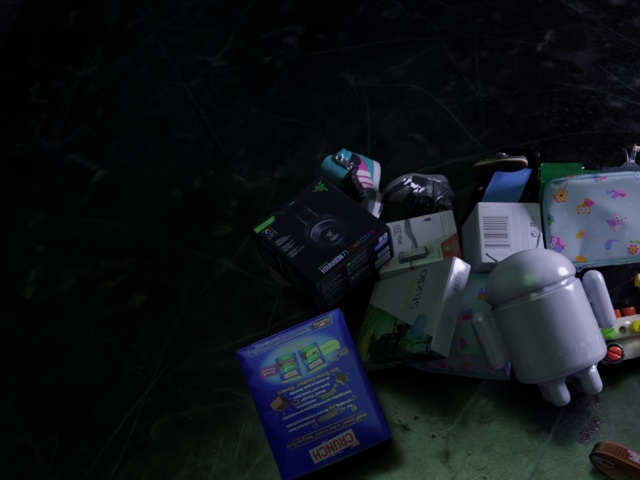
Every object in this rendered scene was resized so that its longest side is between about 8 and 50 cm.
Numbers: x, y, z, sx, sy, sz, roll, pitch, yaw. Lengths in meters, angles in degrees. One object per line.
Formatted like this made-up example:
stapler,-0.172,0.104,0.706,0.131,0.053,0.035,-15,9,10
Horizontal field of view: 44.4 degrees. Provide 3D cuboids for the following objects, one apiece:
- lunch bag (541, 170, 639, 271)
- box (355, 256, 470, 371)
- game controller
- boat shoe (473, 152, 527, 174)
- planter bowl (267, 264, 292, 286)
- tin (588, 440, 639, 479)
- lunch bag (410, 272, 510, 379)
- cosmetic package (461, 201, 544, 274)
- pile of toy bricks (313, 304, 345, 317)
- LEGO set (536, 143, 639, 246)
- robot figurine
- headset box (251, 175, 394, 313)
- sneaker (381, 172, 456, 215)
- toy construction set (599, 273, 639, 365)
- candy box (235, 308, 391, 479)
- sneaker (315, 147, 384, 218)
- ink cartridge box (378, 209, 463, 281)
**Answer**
lunch bag,0.647,-0.044,1.811,0.279,0.108,0.224,-5,95,12
box,0.205,0.180,1.839,0.322,0.058,0.232,-27,39,57
game controller,0.492,-0.122,2.092,0.166,0.067,0.319,16,61,27
boat shoe,0.484,-0.213,2.106,0.152,0.056,0.049,-2,56,34
planter bowl,-0.079,0.029,2.138,0.162,0.109,0.162,-9,53,12
tin,0.643,0.470,1.593,0.189,0.106,0.040,22,57,29
lunch bag,0.320,0.199,1.860,0.262,0.160,0.224,-1,58,31
cosmetic package,0.433,0.009,1.879,0.151,0.184,0.151,0,73,-2
pile of toy bricks,-0.002,0.252,1.966,0.212,0.118,0.105,-39,82,-21
LEGO set,0.665,-0.094,1.958,0.331,0.192,0.255,-8,93,13
robot figurine,0.479,0.168,1.677,0.299,0.200,0.354,-21,85,-3
headset box,0.000,0.000,1.987,0.246,0.131,0.283,-37,54,-18
sneaker,0.274,-0.110,2.095,0.227,0.087,0.130,-2,49,-35
toy construction set,0.686,0.164,1.770,0.327,0.151,0.215,-15,76,16
candy box,-0.016,0.359,1.813,0.268,0.122,0.317,-22,72,0
sneaker,0.075,-0.152,2.142,0.178,0.124,0.296,22,35,-16
ink cartridge box,0.255,0.025,2.046,0.217,0.092,0.159,-13,52,11
